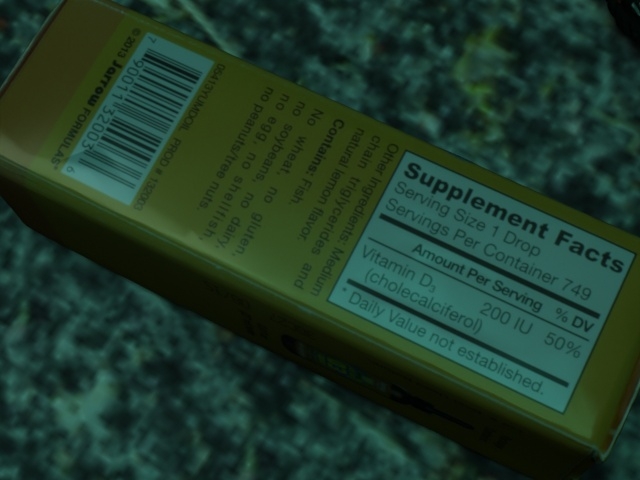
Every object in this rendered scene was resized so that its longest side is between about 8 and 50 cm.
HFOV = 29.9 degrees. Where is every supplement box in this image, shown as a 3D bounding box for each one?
[{"bbox_3d":[0.000,0.000,0.420,0.233,0.078,0.080,27,74,10],"label":"supplement box"}]

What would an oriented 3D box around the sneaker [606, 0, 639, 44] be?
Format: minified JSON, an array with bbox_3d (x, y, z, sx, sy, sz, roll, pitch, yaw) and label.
[{"bbox_3d":[0.165,-0.061,0.429,0.087,0.083,0.221,-8,77,-7],"label":"sneaker"}]
